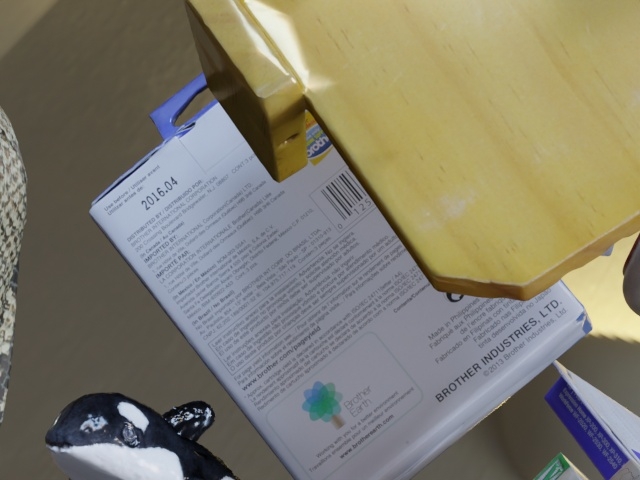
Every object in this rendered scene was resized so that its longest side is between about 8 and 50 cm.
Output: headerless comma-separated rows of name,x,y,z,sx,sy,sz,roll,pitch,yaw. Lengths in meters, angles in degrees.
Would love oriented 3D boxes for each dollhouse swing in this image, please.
dollhouse swing,0.135,-0.117,1.187,0.305,0.347,0.315,56,-6,10

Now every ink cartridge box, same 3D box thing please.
ink cartridge box,0.280,0.205,1.455,0.208,0.045,0.206,35,15,-46
ink cartridge box,0.000,0.000,1.415,0.395,0.270,0.151,51,1,13

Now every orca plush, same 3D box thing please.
orca plush,-0.082,0.172,1.273,0.287,0.102,0.151,32,-26,-27

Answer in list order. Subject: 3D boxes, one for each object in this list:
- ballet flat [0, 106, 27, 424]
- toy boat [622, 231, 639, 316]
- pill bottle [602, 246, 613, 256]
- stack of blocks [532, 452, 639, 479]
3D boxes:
ballet flat,-0.232,0.152,0.812,0.164,0.182,0.482,7,-76,-2
toy boat,0.384,0.001,1.628,0.151,0.151,0.231,22,-27,7
pill bottle,0.189,-0.031,1.618,0.184,0.103,0.103,7,-40,3
stack of blocks,0.207,0.257,1.267,0.087,0.171,0.297,43,4,-8
